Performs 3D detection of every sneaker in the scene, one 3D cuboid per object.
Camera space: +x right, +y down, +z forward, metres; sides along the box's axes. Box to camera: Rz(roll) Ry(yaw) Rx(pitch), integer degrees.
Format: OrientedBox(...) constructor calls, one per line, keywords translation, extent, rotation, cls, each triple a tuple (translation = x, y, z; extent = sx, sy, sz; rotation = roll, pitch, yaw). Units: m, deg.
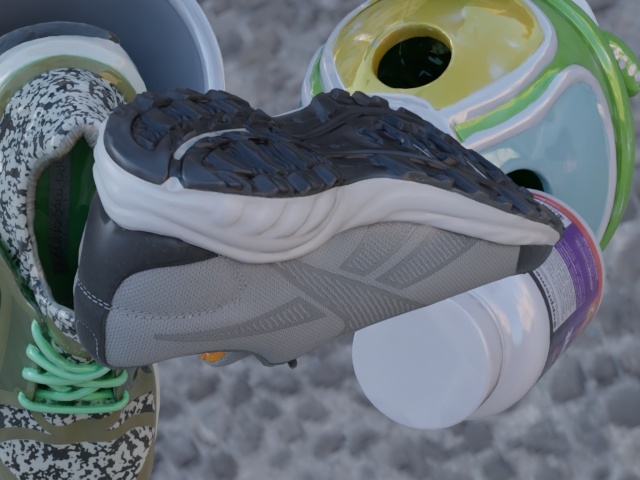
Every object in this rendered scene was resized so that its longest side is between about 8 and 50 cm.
OrientedBox(translation=(-0.187, 0.059, 1.387), extent=(0.158, 0.410, 0.182), rotation=(-5, 22, -9), cls="sneaker")
OrientedBox(translation=(0.000, 0.000, 0.817), extent=(0.271, 0.108, 0.100), rotation=(-1, 31, -47), cls="sneaker")

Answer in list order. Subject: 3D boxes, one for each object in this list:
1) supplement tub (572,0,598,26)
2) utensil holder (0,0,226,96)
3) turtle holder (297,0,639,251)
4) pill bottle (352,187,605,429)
OrientedBox(translation=(0.148, -0.141, 2.123), extent=(0.241, 0.331, 0.241), rotation=(13, 48, -14), cls="supplement tub")
OrientedBox(translation=(-0.306, -0.108, 2.064), extent=(0.327, 0.327, 0.385), rotation=(-50, 2, -25), cls="utensil holder")
OrientedBox(translation=(0.101, -0.083, 1.328), extent=(0.243, 0.320, 0.227), rotation=(33, 26, 14), cls="turtle holder")
OrientedBox(translation=(0.090, 0.041, 1.105), extent=(0.108, 0.108, 0.193), rotation=(-3, 13, 25), cls="pill bottle")
